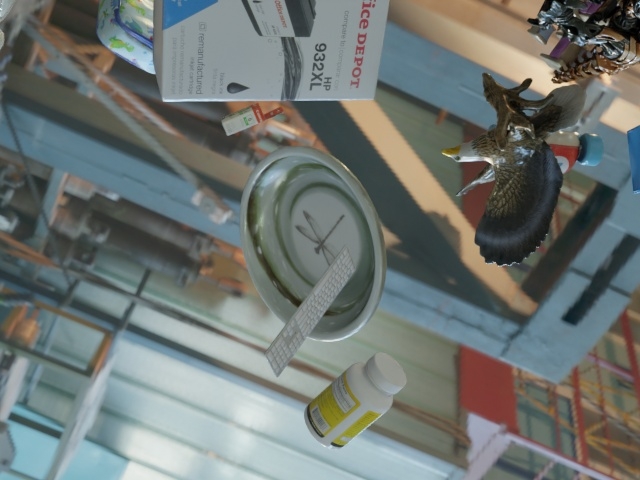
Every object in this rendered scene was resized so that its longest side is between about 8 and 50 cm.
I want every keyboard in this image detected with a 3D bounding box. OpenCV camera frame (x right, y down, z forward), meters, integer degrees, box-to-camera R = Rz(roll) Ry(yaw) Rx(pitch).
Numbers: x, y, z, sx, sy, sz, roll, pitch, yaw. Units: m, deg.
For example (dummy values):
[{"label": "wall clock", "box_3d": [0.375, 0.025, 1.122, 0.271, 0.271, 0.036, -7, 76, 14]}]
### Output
[{"label": "keyboard", "box_3d": [-0.015, 0.120, 1.548, 0.256, 0.014, 0.072, -53, 149, -27]}]

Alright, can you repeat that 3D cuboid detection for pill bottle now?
[{"label": "pill bottle", "box_3d": [0.041, 0.178, 1.003, 0.116, 0.065, 0.065, -45, -164, 25]}]

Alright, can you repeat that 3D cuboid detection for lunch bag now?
[{"label": "lunch bag", "box_3d": [-0.377, -0.467, 1.883, 0.090, 0.176, 0.219, -34, -135, 30]}]

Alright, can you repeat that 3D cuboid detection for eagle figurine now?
[{"label": "eagle figurine", "box_3d": [0.320, -0.137, 1.531, 0.226, 0.225, 0.298, -46, 141, -25]}]

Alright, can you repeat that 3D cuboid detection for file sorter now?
[{"label": "file sorter", "box_3d": [0.628, -0.155, 1.567, 0.170, 0.104, 0.118, 138, -51, -81]}]

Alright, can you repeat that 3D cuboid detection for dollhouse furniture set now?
[{"label": "dollhouse furniture set", "box_3d": [0.554, -0.539, 1.869, 0.286, 0.303, 0.198, -54, -143, 1]}]

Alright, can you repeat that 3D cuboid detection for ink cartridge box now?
[{"label": "ink cartridge box", "box_3d": [-0.069, -0.315, 1.228, 0.129, 0.307, 0.223, -114, -154, -52]}, {"label": "ink cartridge box", "box_3d": [-0.127, -0.233, 1.660, 0.115, 0.029, 0.063, -23, -162, -1]}]

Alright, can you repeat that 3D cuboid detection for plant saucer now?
[{"label": "plant saucer", "box_3d": [0.000, 0.000, 1.809, 0.100, 0.400, 0.400, -19, 148, -43]}]

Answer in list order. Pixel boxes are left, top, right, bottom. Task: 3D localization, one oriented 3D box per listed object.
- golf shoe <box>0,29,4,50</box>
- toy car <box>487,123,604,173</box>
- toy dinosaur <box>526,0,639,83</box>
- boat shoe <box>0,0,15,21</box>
[{"label": "golf shoe", "box_3d": [-0.612, -0.341, 1.527, 0.186, 0.067, 0.086, -39, 165, -50]}, {"label": "toy car", "box_3d": [0.496, -0.136, 2.037, 0.210, 0.219, 0.238, -129, -136, -78]}, {"label": "toy dinosaur", "box_3d": [0.428, -0.317, 1.285, 0.322, 0.218, 0.164, -55, -172, 40]}, {"label": "boat shoe", "box_3d": [-0.405, -0.435, 1.125, 0.116, 0.096, 0.324, -86, -161, -55]}]
